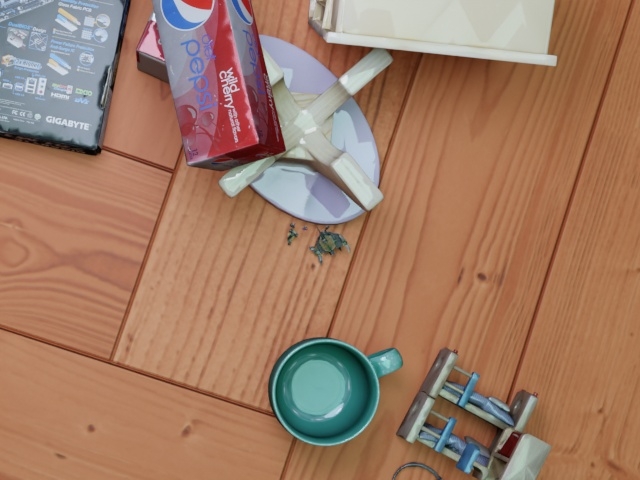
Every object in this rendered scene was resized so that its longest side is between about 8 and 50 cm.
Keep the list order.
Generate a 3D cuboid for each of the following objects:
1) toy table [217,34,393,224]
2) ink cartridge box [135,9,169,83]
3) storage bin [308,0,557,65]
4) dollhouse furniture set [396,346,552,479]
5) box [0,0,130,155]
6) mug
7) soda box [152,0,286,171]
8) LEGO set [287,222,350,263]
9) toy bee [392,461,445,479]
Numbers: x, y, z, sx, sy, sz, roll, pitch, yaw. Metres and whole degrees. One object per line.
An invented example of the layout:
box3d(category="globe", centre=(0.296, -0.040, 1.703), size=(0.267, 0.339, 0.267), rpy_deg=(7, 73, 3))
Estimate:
box3d(category="toy table", centre=(-0.030, -0.139, 1.493), size=(0.274, 0.161, 0.252), rpy_deg=(38, 83, -5))
box3d(category="ink cartridge box", centre=(-0.158, -0.283, 1.497), size=(0.072, 0.127, 0.175), rpy_deg=(23, 85, -5))
box3d(category="storage bin", centre=(0.128, -0.296, 1.476), size=(0.262, 0.260, 0.123), rpy_deg=(4, 104, -7))
box3d(category="dollhouse furniture set", centre=(0.194, 0.217, 1.493), size=(0.129, 0.183, 0.129), rpy_deg=(28, 84, -5))
box3d(category="box", centre=(-0.385, -0.275, 1.495), size=(0.295, 0.073, 0.293), rpy_deg=(10, 85, -7))
box3d(category="mug", centre=(0.014, 0.185, 1.514), size=(0.157, 0.097, 0.130), rpy_deg=(10, 86, -8))
box3d(category="soda box", centre=(-0.119, -0.215, 1.366), size=(0.092, 0.083, 0.263), rpy_deg=(-15, 83, 19))
box3d(category="LEGO set", centre=(0.000, -0.002, 1.554), size=(0.083, 0.023, 0.054), rpy_deg=(32, 121, -1))
box3d(category="toy bee", centre=(0.157, 0.441, 1.491), size=(0.195, 0.162, 0.298), rpy_deg=(-40, 93, -6))
